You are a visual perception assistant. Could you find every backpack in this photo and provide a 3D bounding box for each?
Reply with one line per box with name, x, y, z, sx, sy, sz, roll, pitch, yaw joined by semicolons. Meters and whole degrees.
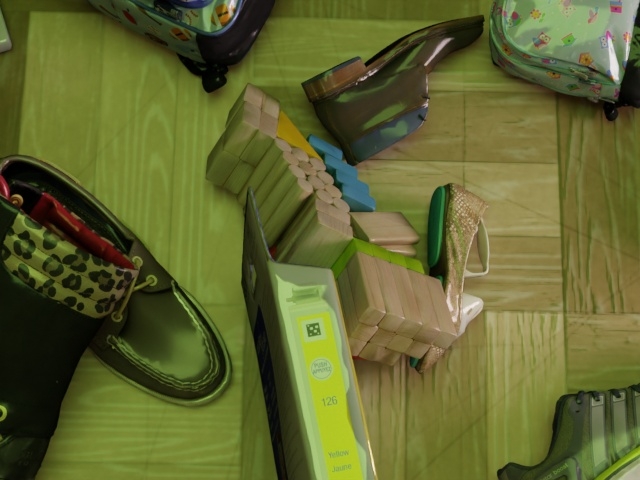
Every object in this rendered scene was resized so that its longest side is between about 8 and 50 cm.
backpack;-0.167;-0.341;1.593;0.263;0.213;0.276;22;76;17
backpack;0.272;-0.227;1.605;0.182;0.115;0.152;13;75;6

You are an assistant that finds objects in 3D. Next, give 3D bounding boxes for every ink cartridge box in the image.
ink cartridge box;-0.015;0.137;1.383;0.072;0.303;0.307;-7;73;-7

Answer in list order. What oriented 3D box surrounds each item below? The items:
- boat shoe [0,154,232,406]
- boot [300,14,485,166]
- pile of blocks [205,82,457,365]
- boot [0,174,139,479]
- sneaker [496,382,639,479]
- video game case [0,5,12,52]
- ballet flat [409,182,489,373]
boat shoe;-0.218;0.039;1.517;0.116;0.097;0.324;-42;78;-13
boot;0.095;-0.165;1.616;0.219;0.082;0.106;-25;96;-13
pile of blocks;0.000;0.000;1.537;0.149;0.112;0.362;1;45;-45
boot;-0.383;0.054;1.436;0.377;0.138;0.284;33;100;5
sneaker;0.301;0.180;1.482;0.300;0.111;0.121;-42;74;-15
video game case;-0.476;-0.273;1.649;0.227;0.026;0.206;-17;73;-6
ballet flat;0.139;0.041;1.542;0.067;0.073;0.206;13;76;-12
